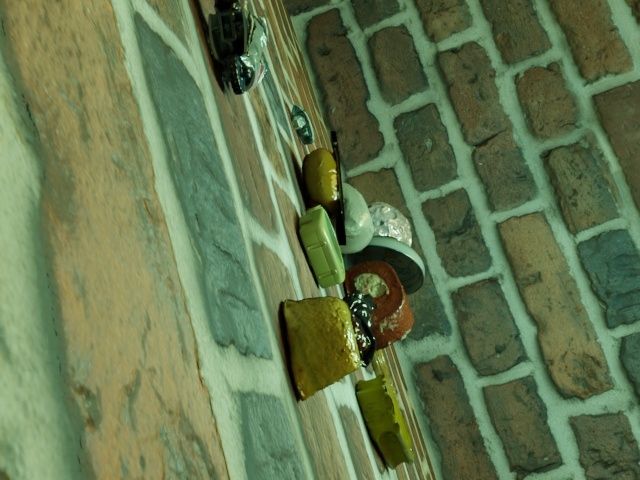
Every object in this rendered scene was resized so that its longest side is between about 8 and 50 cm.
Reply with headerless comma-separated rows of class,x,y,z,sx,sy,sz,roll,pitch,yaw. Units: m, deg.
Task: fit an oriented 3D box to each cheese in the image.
cheese,0.078,-0.052,2.199,0.189,0.154,0.198,59,10,-50

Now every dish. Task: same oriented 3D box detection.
dish,0.212,0.052,2.396,0.273,0.273,0.134,65,33,-46

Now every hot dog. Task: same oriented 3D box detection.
hot dog,0.004,-0.148,2.048,0.326,0.107,0.194,-92,174,-47

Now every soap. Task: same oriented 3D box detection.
soap,0.160,0.441,1.835,0.257,0.080,0.160,64,8,-45

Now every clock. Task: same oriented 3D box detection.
clock,0.000,0.000,1.793,0.232,0.069,0.170,-96,166,-67

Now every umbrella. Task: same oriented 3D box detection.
umbrella,0.076,0.207,1.728,0.272,0.110,0.122,-76,148,-70

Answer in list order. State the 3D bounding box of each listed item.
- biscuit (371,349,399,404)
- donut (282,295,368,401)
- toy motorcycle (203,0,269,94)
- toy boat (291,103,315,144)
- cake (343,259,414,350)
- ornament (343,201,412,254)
biscuit,0.208,0.442,2.427,0.202,0.044,0.289,53,18,-71
donut,0.011,0.158,1.259,0.295,0.112,0.151,-6,80,-85
toy motorcycle,-0.156,-0.386,1.438,0.204,0.108,0.239,21,75,-76
toy boat,-0.062,-0.377,2.404,0.066,0.059,0.140,-39,114,-55
cake,0.179,0.193,2.270,0.283,0.177,0.151,-103,172,-49
ornament,0.187,-0.007,2.578,0.225,0.259,0.259,-22,94,-45
